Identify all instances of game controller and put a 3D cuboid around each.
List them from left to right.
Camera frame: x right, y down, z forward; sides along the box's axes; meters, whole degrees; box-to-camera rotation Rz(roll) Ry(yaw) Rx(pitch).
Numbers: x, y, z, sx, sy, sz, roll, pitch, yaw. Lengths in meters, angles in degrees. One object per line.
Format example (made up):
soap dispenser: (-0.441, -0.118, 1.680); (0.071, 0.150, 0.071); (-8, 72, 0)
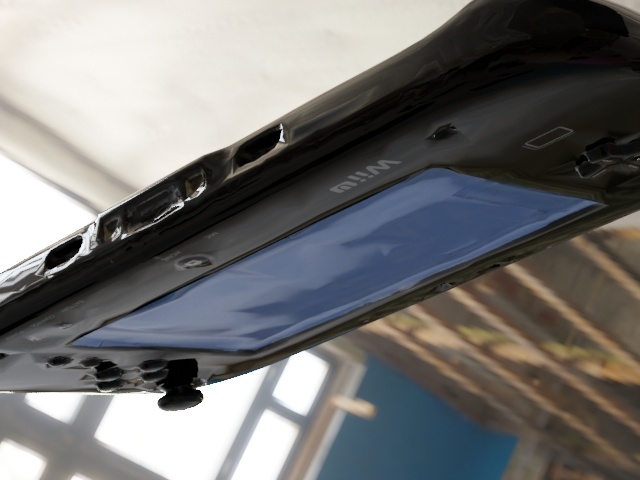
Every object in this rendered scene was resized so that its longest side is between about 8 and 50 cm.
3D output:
game controller: (0.000, 0.000, 0.534); (0.319, 0.067, 0.166); (-26, -13, 37)
